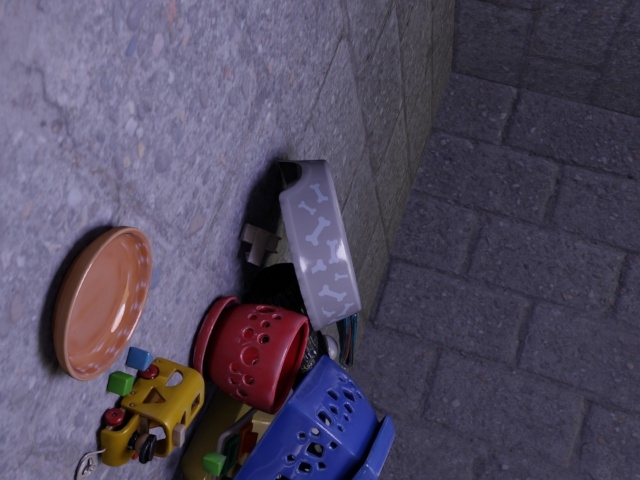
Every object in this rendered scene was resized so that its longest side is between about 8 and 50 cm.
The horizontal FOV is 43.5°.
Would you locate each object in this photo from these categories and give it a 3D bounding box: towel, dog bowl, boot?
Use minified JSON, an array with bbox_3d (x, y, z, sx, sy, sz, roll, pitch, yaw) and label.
[{"bbox_3d":[0.048,0.121,2.130,0.271,0.040,0.370,92,-9,-50],"label":"towel"},{"bbox_3d":[0.000,0.000,1.579,0.349,0.102,0.349,-14,90,-87],"label":"dog bowl"},{"bbox_3d":[-0.077,0.165,1.777,0.260,0.131,0.348,67,-10,-19],"label":"boot"}]

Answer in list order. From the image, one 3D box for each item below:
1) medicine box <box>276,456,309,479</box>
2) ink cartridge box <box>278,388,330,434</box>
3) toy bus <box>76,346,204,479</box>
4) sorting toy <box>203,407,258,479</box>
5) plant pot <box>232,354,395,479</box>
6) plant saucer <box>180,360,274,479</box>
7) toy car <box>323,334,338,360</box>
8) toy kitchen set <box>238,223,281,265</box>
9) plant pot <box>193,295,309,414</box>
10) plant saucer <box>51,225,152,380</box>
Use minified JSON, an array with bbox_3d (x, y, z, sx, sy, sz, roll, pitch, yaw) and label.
[{"bbox_3d":[-0.145,0.644,2.067,0.263,0.149,0.289,90,21,-54],"label":"medicine box"},{"bbox_3d":[-0.054,0.402,1.989,0.082,0.139,0.191,-43,137,2],"label":"ink cartridge box"},{"bbox_3d":[-0.251,0.274,1.209,0.191,0.104,0.202,48,59,-75],"label":"toy bus"},{"bbox_3d":[-0.165,0.438,1.570,0.347,0.047,0.196,-21,126,-75],"label":"sorting toy"},{"bbox_3d":[0.000,0.395,1.507,0.236,0.212,0.236,-56,174,20],"label":"plant pot"},{"bbox_3d":[-0.199,0.432,1.710,0.333,0.081,0.333,91,20,-50],"label":"plant saucer"},{"bbox_3d":[-0.048,0.300,2.112,0.136,0.159,0.182,-118,-148,-55],"label":"toy car"},{"bbox_3d":[-0.136,0.012,1.548,0.083,0.075,0.068,25,76,-38],"label":"toy kitchen set"},{"bbox_3d":[-0.130,0.206,1.487,0.191,0.174,0.191,16,90,-78],"label":"plant pot"},{"bbox_3d":[-0.274,0.075,1.002,0.200,0.037,0.200,18,90,-77],"label":"plant saucer"}]
